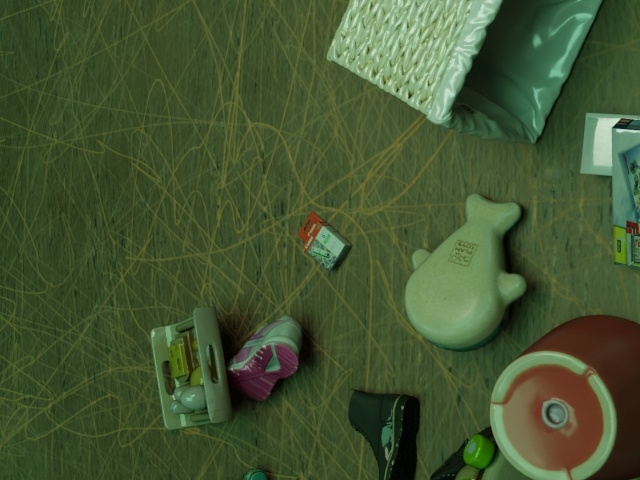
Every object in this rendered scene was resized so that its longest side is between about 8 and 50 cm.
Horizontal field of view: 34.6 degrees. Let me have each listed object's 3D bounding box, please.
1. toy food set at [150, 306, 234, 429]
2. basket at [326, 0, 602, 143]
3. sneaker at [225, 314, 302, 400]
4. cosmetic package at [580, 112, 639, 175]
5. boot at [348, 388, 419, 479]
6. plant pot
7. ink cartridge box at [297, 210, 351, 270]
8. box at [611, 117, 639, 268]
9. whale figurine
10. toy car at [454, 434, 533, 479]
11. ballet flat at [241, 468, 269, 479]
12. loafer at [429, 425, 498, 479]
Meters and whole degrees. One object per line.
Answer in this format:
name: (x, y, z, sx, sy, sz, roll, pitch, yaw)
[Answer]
toy food set: (-0.271, 0.263, 2.052, 0.306, 0.092, 0.220, -25, 74, 61)
basket: (0.239, -0.359, 1.618, 0.266, 0.328, 0.331, 34, 109, 32)
sneaker: (-0.103, 0.227, 2.000, 0.103, 0.111, 0.252, 39, 138, -14)
cosmetic package: (0.527, -0.141, 1.579, 0.239, 0.060, 0.099, 9, 99, 34)
boot: (0.103, 0.372, 1.875, 0.137, 0.076, 0.198, 6, 80, 39)
plant pot: (0.395, 0.252, 1.562, 0.274, 0.243, 0.275, 0, 89, 34)
ink cartridge box: (0.000, 0.000, 1.961, 0.115, 0.029, 0.063, 41, 113, 27)
box: (0.520, -0.061, 1.536, 0.159, 0.044, 0.233, 10, 122, 33)
whale figurine: (0.258, 0.060, 1.744, 0.216, 0.141, 0.272, 14, 74, 33)
toy car: (0.259, 0.413, 1.656, 0.188, 0.155, 0.149, -39, 25, 56)
ballet flat: (-0.123, 0.546, 2.038, 0.070, 0.070, 0.189, -7, 84, 34)
loafer: (0.261, 0.388, 1.766, 0.080, 0.078, 0.220, 39, 127, -6)
